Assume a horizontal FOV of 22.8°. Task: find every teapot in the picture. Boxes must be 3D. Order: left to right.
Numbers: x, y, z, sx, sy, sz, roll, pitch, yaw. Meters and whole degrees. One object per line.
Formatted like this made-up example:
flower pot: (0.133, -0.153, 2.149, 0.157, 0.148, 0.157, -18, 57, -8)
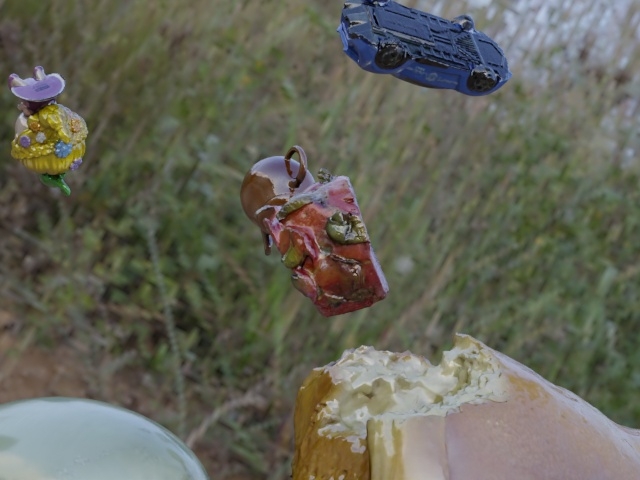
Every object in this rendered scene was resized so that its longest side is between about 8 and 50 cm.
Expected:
teapot: (-0.053, -0.057, 2.244, 0.116, 0.116, 0.173, 28, -54, 3)

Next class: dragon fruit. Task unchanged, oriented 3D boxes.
dragon fruit: (0.000, 0.000, 1.529, 0.147, 0.102, 0.096, 61, 8, 15)

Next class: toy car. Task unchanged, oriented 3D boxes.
toy car: (0.114, -0.209, 1.745, 0.216, 0.103, 0.063, 13, -47, -30)

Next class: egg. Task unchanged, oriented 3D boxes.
egg: (-0.190, 0.215, 1.110, 0.295, 0.218, 0.218, -29, -51, 33)

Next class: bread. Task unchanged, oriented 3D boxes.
bread: (0.144, 0.181, 0.987, 0.344, 0.195, 0.149, 27, -48, -33)

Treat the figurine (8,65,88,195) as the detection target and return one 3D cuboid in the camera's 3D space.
figurine: (-0.316, -0.113, 1.879, 0.115, 0.095, 0.156, 54, -30, 42)
